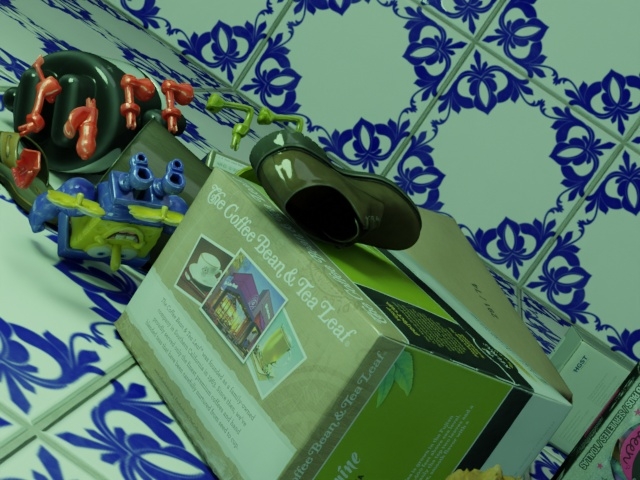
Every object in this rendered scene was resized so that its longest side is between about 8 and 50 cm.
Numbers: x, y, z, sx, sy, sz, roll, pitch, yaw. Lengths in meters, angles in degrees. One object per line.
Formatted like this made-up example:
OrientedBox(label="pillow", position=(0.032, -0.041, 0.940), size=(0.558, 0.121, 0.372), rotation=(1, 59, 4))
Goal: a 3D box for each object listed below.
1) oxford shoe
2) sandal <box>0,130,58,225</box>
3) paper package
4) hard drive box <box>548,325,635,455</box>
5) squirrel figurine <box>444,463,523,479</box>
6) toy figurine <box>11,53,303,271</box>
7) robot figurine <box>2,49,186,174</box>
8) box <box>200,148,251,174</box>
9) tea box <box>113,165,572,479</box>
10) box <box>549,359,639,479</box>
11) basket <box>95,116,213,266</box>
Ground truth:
OrientedBox(label="oxford shoe", position=(0.025, -0.023, 1.180), size=(0.227, 0.083, 0.096), rotation=(21, 34, -42))
OrientedBox(label="sandal", position=(-0.375, -0.097, 1.481), size=(0.219, 0.060, 0.090), rotation=(41, 13, 33))
OrientedBox(label="paper package", position=(0.146, 0.121, 1.583), size=(0.309, 0.168, 0.324), rotation=(15, 40, -59))
OrientedBox(label="hard drive box", position=(0.472, 0.285, 1.996), size=(0.232, 0.181, 0.089), rotation=(34, 11, -7))
OrientedBox(label="squirrel figurine", position=(0.185, 0.340, 0.726), size=(0.370, 0.281, 0.397), rotation=(39, 13, -9))
OrientedBox(label="toy figurine", position=(-0.205, -0.051, 1.377), size=(0.363, 0.217, 0.191), rotation=(7, 59, -32))
OrientedBox(label="robot figurine", position=(-0.325, -0.182, 1.692), size=(0.209, 0.173, 0.278), rotation=(49, 14, 11))
OrientedBox(label="box", position=(-0.137, -0.058, 1.703), size=(0.136, 0.036, 0.225), rotation=(21, -25, -20))
OrientedBox(label="tea box", position=(0.019, 0.129, 1.238), size=(0.324, 0.220, 0.329), rotation=(25, 14, -42))
OrientedBox(label="box", position=(0.409, 0.301, 1.561), size=(0.142, 0.247, 0.163), rotation=(35, 11, 12))
OrientedBox(label="basket", position=(-0.176, -0.025, 1.537), size=(0.227, 0.154, 0.204), rotation=(37, 28, -6))
